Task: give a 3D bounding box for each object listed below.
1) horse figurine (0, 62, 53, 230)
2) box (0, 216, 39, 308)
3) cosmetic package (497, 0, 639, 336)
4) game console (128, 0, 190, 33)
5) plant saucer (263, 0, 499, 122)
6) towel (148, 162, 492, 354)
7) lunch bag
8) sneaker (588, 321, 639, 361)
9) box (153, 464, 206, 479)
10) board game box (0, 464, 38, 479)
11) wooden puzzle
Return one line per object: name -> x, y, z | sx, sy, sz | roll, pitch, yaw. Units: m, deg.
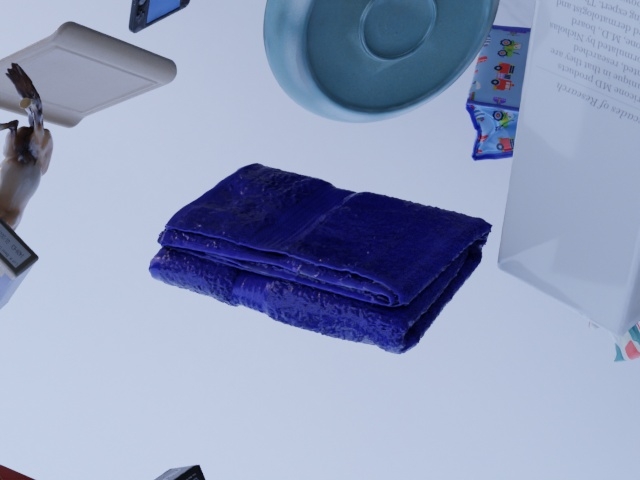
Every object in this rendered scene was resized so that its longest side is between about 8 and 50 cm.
horse figurine -> -0.402, -0.089, 1.347 | 0.066, 0.263, 0.174 | 16, 170, 2
box -> -0.367, 0.008, 1.071 | 0.136, 0.225, 0.036 | 47, -118, -5
cosmetic package -> 0.316, -0.161, 0.967 | 0.230, 0.453, 0.161 | -31, -132, -33
game console -> -0.176, -0.314, 1.326 | 0.071, 0.107, 0.122 | 32, -137, 16
plant saucer -> 0.087, -0.269, 1.250 | 0.318, 0.317, 0.043 | 17, -153, -38
towel -> 0.000, 0.000, 1.104 | 0.308, 0.076, 0.227 | 15, -141, 26
lunch bag -> 0.413, -0.250, 1.767 | 0.293, 0.138, 0.221 | 3, -132, 18
sneaker -> 0.342, 0.070, 1.241 | 0.057, 0.075, 0.161 | -4, -115, -50
box -> -0.221, 0.448, 1.358 | 0.270, 0.060, 0.216 | -26, -84, -53
board game box -> -0.243, 0.348, 0.954 | 0.316, 0.064, 0.242 | 37, -156, -37
wooden puzzle -> -0.365, -0.242, 1.516 | 0.221, 0.239, 0.044 | 13, -117, -52
